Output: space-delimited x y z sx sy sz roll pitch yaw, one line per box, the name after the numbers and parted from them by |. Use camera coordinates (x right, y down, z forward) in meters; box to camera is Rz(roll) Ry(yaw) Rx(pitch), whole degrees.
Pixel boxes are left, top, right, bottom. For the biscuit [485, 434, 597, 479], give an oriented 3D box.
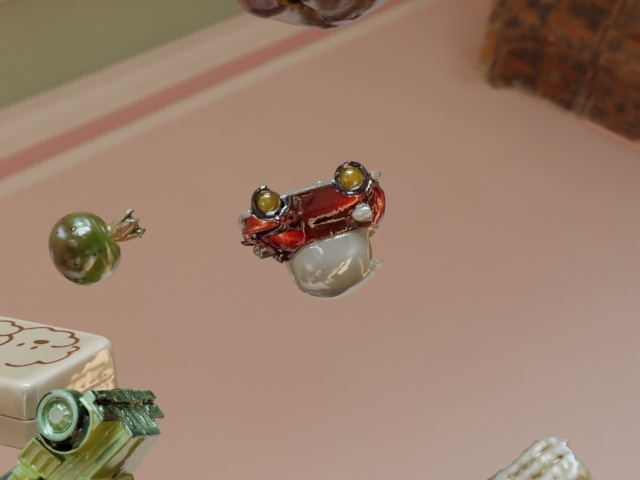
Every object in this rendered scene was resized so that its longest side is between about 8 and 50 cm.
0.105 0.363 1.418 0.426 0.078 0.144 -40 -41 1 | biscuit

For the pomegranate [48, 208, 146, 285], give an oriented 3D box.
-0.325 0.003 2.102 0.142 0.114 0.114 -29 -28 3 | pomegranate

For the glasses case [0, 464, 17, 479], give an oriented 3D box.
-0.467 0.389 1.758 0.323 0.131 0.074 -22 -6 -31 | glasses case

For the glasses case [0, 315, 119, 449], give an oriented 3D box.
-0.384 0.138 1.556 0.144 0.336 0.076 -32 -57 -52 | glasses case

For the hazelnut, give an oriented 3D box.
0.001 -0.372 1.798 0.217 0.251 0.217 -7 -90 -80 | hazelnut

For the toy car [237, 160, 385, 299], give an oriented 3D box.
0.000 0.000 1.331 0.139 0.112 0.112 -15 -9 -8 | toy car

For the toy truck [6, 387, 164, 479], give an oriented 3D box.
-0.234 0.251 1.323 0.259 0.135 0.128 -54 -24 12 | toy truck
